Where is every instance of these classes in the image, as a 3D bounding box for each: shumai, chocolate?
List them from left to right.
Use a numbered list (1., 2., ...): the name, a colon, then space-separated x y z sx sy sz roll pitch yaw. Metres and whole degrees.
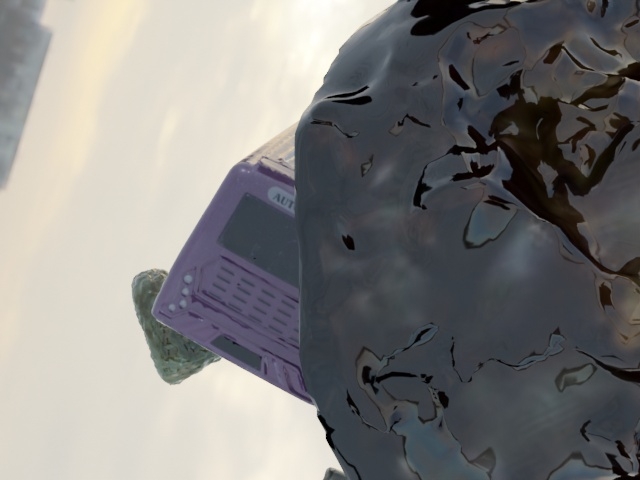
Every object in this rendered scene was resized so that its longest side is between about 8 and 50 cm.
1. shumai: -0.074 0.048 1.032 0.083 0.080 0.082 -109 178 -56
2. chocolate: 0.121 0.002 0.472 0.177 0.206 0.224 -14 -111 35

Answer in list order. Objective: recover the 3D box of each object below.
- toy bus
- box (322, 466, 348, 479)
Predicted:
1. toy bus: 0.000 0.000 0.692 0.098 0.087 0.178 -64 175 16
2. box: 0.040 0.149 0.754 0.045 0.098 0.062 -58 151 -23
